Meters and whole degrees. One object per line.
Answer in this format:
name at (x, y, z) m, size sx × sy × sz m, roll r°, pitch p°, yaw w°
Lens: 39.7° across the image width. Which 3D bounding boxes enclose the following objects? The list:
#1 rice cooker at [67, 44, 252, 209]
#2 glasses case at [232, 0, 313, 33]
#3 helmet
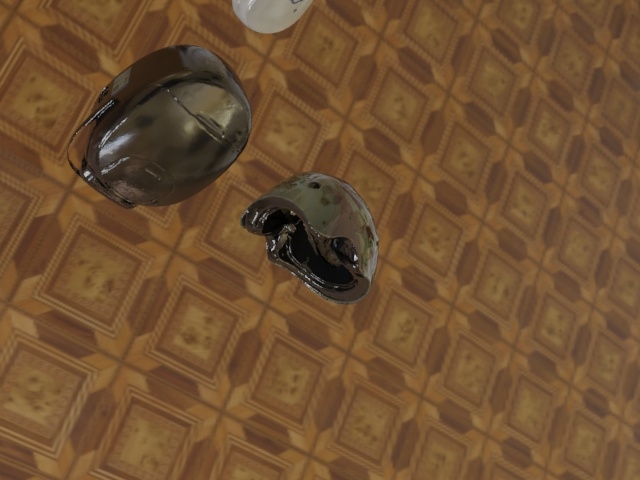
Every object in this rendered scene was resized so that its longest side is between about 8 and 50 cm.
rice cooker at (-0.166, -0.117, 0.929) m, size 0.142 × 0.203 × 0.118 m, roll 42°, pitch 27°, yaw -41°
glasses case at (-0.010, -0.258, 0.724) m, size 0.049 × 0.197 × 0.076 m, roll 45°, pitch 31°, yaw 23°
helmet at (0.004, -0.016, 1.068) m, size 0.177 × 0.153 × 0.107 m, roll 51°, pitch 57°, yaw -37°
